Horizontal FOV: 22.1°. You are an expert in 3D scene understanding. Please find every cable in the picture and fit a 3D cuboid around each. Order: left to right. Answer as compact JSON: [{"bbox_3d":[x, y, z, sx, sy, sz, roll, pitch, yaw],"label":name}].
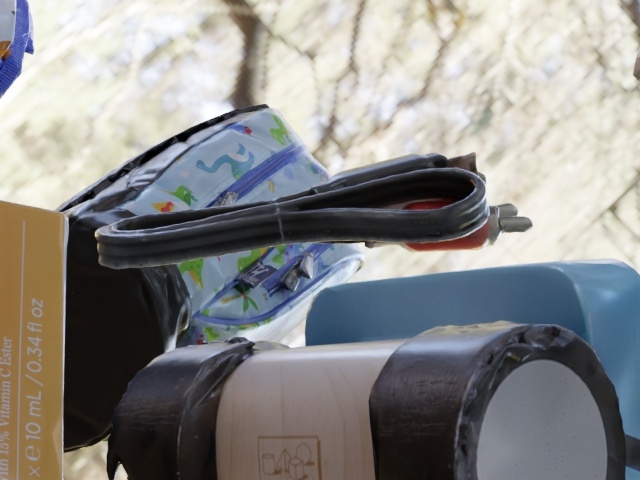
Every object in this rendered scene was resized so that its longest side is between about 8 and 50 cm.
[{"bbox_3d":[0.000,0.000,1.081,0.139,0.287,0.072,-129,-155,-69],"label":"cable"}]

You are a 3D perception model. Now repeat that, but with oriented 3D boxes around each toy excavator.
[{"bbox_3d":[0.135,0.084,0.819,0.222,0.445,0.433,-8,-95,46],"label":"toy excavator"}]

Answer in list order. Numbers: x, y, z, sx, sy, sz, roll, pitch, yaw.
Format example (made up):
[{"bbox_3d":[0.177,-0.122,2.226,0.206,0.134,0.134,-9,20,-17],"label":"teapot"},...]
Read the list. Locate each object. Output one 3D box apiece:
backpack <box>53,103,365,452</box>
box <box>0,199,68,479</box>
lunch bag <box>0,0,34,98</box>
[{"bbox_3d":[-0.124,0.023,1.459,0.273,0.355,0.290,38,-51,-8],"label":"backpack"},{"bbox_3d":[-0.330,0.081,0.919,0.168,0.345,0.215,125,-33,-45],"label":"box"},{"bbox_3d":[-0.403,-0.249,1.149,0.385,0.239,0.328,33,-4,45],"label":"lunch bag"}]
